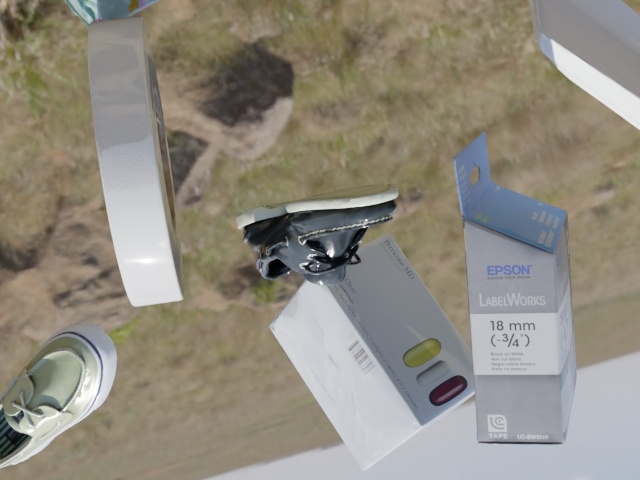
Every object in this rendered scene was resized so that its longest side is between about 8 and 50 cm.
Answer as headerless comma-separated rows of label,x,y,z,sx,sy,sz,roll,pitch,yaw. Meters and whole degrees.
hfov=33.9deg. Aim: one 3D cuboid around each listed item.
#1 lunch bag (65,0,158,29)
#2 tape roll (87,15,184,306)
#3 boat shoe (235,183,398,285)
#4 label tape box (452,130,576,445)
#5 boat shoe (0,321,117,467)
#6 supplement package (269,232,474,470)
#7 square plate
lunch bag,-0.294,-0.431,1.540,0.223,0.160,0.262,-31,-147,-10
tape roll,-0.242,-0.103,1.411,0.072,0.392,0.392,-9,170,-5
boat shoe,-0.004,0.001,1.290,0.127,0.113,0.340,-11,-179,-33
label tape box,0.241,0.045,1.257,0.106,0.333,0.240,-2,-168,17
boat shoe,-0.372,0.223,1.398,0.302,0.109,0.094,-49,175,33
supplement package,0.080,0.162,1.523,0.145,0.262,0.204,-26,165,-34
square plate,0.402,-0.257,1.440,0.347,0.344,0.049,31,124,-18
